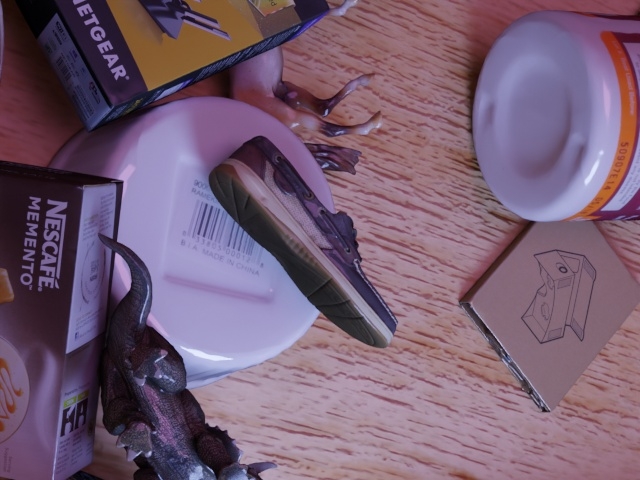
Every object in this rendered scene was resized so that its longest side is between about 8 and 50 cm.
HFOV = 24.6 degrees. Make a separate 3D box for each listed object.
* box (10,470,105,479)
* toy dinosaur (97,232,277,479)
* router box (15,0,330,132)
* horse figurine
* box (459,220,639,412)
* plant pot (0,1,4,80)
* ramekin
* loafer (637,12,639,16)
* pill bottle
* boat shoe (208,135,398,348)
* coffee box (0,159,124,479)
[{"bbox_3d":[-0.155,0.261,1.235,0.183,0.233,0.059,28,86,-26],"label":"box"},{"bbox_3d":[-0.137,0.142,1.217,0.121,0.160,0.313,-35,105,-8],"label":"toy dinosaur"},{"bbox_3d":[-0.169,-0.284,1.309,0.243,0.081,0.308,-29,91,-30],"label":"router box"},{"bbox_3d":[-0.038,-0.176,1.445,0.175,0.066,0.263,-12,103,9],"label":"horse figurine"},{"bbox_3d":[0.262,0.065,1.642,0.201,0.021,0.164,-45,106,-27],"label":"box"},{"bbox_3d":[-0.399,-0.115,1.156,0.191,0.284,0.284,18,70,8],"label":"plant pot"},{"bbox_3d":[-0.116,-0.001,1.358,0.277,0.135,0.277,5,81,-30],"label":"ramekin"},{"bbox_3d":[0.446,-0.246,1.778,0.148,0.056,0.050,28,76,-25],"label":"loafer"},{"bbox_3d":[0.385,-0.133,1.627,0.392,0.224,0.224,-1,83,-31],"label":"pill bottle"},{"bbox_3d":[-0.001,0.000,1.301,0.223,0.080,0.073,46,68,-12],"label":"boat shoe"},{"bbox_3d":[-0.253,0.062,1.213,0.141,0.098,0.246,10,97,12],"label":"coffee box"}]
